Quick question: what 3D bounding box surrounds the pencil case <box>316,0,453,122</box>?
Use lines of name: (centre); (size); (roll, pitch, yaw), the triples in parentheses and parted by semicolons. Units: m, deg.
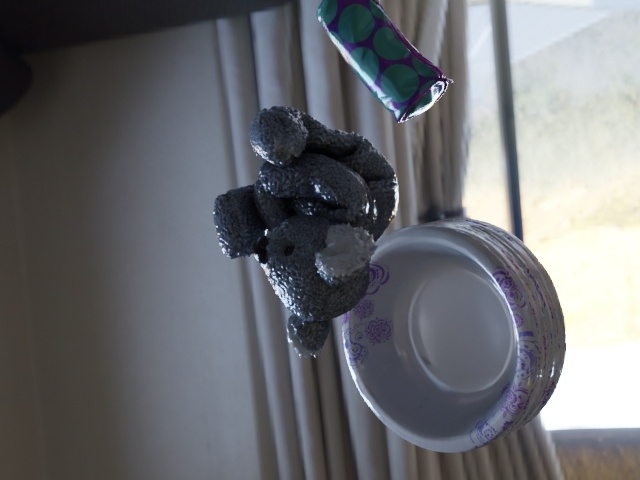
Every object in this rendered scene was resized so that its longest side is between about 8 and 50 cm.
pencil case: (0.060, -0.190, 1.076); (0.070, 0.152, 0.064); (-43, 166, 27)

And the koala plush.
koala plush: (0.000, 0.000, 1.210); (0.203, 0.196, 0.221); (13, -139, -18)

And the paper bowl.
paper bowl: (0.177, 0.113, 1.387); (0.284, 0.284, 0.148); (0, -173, 39)
